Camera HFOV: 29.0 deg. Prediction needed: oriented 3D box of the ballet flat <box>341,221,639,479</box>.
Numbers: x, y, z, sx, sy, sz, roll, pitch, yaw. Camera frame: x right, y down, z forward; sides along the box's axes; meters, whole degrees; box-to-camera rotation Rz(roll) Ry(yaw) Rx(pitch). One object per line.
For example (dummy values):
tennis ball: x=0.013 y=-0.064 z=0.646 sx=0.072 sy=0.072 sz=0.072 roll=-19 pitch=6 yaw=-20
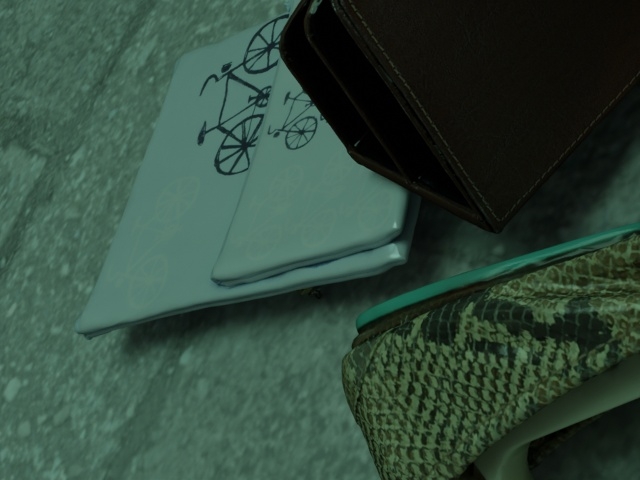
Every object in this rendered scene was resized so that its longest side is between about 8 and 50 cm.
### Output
ballet flat: x=0.216 y=0.033 z=0.602 sx=0.482 sy=0.164 sz=0.182 roll=-32 pitch=67 yaw=33

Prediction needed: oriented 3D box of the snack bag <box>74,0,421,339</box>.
snack bag: x=-0.041 y=-0.089 z=0.983 sx=0.342 sy=0.037 sz=0.323 roll=-15 pitch=48 yaw=38

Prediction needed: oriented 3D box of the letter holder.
letter holder: x=0.114 y=-0.198 z=0.741 sx=0.302 sy=0.214 sz=0.152 roll=-46 pitch=38 yaw=-9

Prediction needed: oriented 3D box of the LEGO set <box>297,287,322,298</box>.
LEGO set: x=0.001 y=0.001 z=0.912 sx=0.054 sy=0.023 sz=0.083 roll=-9 pitch=58 yaw=41
